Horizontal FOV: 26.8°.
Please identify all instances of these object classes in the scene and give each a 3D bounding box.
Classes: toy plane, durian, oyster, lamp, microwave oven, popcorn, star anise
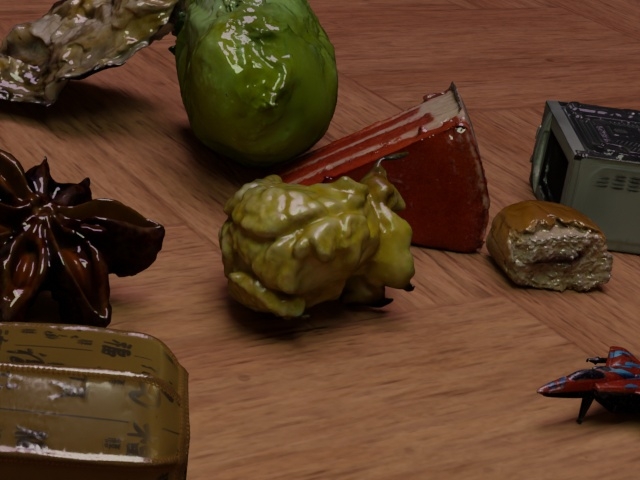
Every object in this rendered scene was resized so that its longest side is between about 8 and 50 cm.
[{"bbox_3d":[0.269,0.134,1.205,0.189,0.061,0.130,-9,30,-26],"label":"toy plane"},{"bbox_3d":[-0.084,-0.205,1.611,0.205,0.255,0.339,-17,40,7],"label":"durian"},{"bbox_3d":[-0.309,-0.256,1.707,0.351,0.114,0.238,-21,15,25],"label":"oyster"},{"bbox_3d":[-0.183,0.136,0.925,0.185,0.161,0.161,4,24,-10],"label":"lamp"},{"bbox_3d":[0.350,-0.083,1.639,0.162,0.122,0.208,7,24,-3],"label":"microwave oven"},{"bbox_3d":[0.001,-0.003,1.286,0.195,0.173,0.168,-2,-17,-12],"label":"popcorn"},{"bbox_3d":[-0.263,-0.001,1.226,0.220,0.126,0.190,37,59,7],"label":"star anise"}]

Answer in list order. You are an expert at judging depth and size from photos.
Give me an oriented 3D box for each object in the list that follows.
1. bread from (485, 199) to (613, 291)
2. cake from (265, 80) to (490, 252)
[{"bbox_3d":[0.249,0.000,1.467,0.125,0.082,0.106,-2,33,-17],"label":"bread"},{"bbox_3d":[0.072,-0.048,1.554,0.262,0.159,0.158,-24,21,12],"label":"cake"}]
